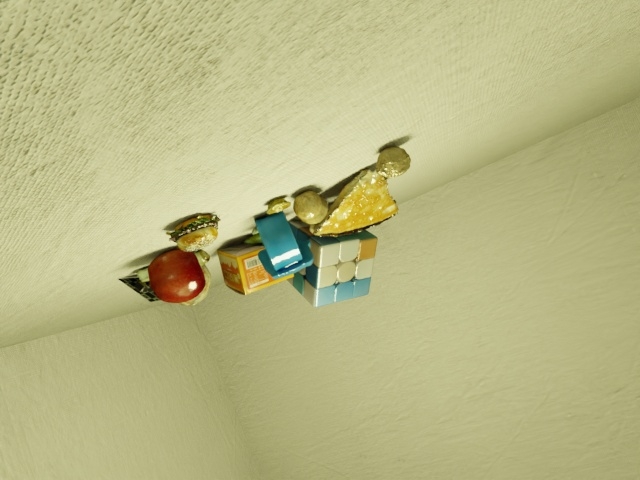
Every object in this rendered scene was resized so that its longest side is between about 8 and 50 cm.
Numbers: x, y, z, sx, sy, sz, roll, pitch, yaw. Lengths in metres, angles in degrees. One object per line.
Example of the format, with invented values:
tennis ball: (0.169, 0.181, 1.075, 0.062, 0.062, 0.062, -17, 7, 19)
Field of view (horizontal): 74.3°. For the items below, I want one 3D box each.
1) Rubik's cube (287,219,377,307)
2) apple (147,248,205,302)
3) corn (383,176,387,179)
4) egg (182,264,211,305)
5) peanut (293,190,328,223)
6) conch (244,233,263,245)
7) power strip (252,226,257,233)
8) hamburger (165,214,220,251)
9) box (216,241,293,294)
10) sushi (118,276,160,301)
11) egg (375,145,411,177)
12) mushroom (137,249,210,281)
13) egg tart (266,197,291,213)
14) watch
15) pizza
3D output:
Rubik's cube: (0.041, 0.091, 2.166, 0.345, 0.346, 0.347, -10, -153, -31)
apple: (-0.575, 0.142, 1.704, 0.201, 0.218, 0.218, -21, 175, -9)
corn: (0.293, -0.292, 1.874, 0.037, 0.037, 0.092, -22, 174, -4)
egg: (-0.627, 0.200, 2.018, 0.204, 0.245, 0.203, 0, 138, 0)
peanut: (-0.040, -0.129, 1.664, 0.129, 0.129, 0.224, -23, 173, 13)
conch: (-0.268, -0.023, 2.081, 0.201, 0.079, 0.095, -12, -179, 12)
power strip: (-0.298, -0.050, 1.993, 0.040, 0.016, 0.090, -20, 173, -21)
hamburger: (-0.409, -0.021, 1.410, 0.164, 0.093, 0.190, -25, 176, 26)
box: (-0.327, 0.120, 2.131, 0.284, 0.213, 0.260, -18, -165, -32)
sushi: (-0.778, 0.200, 1.932, 0.050, 0.192, 0.215, -58, 171, 3)
egg: (0.255, -0.273, 1.484, 0.140, 0.116, 0.118, -16, 144, -51)
mushroom: (-0.651, 0.117, 1.893, 0.312, 0.081, 0.100, -19, 173, -18)
egg tart: (-0.162, -0.133, 1.591, 0.105, 0.039, 0.105, -22, 175, -2)
watch: (-0.181, -0.018, 1.826, 0.242, 0.305, 0.274, -25, 145, -6)
pizza: (0.137, -0.125, 1.849, 0.392, 0.080, 0.435, -32, 148, 7)
